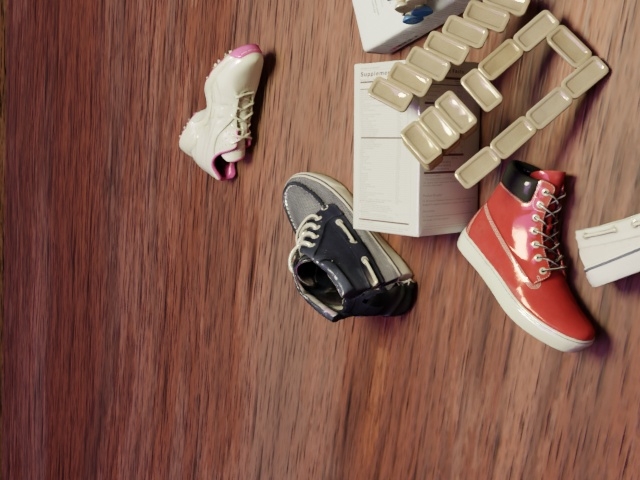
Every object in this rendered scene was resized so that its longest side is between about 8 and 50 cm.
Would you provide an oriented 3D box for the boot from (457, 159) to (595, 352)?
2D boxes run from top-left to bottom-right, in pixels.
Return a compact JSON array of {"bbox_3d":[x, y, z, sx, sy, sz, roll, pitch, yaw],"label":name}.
[{"bbox_3d":[0.297,0.011,1.057,0.244,0.088,0.176,54,130,35],"label":"boot"}]

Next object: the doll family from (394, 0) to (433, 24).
[{"bbox_3d":[0.145,-0.405,1.055,0.262,0.118,0.163,-17,83,47],"label":"doll family"}]

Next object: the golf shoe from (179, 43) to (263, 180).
[{"bbox_3d":[-0.167,-0.240,1.561,0.140,0.115,0.306,53,138,17],"label":"golf shoe"}]

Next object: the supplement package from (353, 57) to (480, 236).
[{"bbox_3d":[0.140,-0.136,1.180,0.139,0.133,0.244,10,102,48],"label":"supplement package"}]

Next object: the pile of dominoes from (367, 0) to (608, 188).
[{"bbox_3d":[0.212,-0.202,1.056,0.251,0.040,0.196,-40,76,3],"label":"pile of dominoes"}]

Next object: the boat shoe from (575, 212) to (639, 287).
[{"bbox_3d":[0.406,-0.028,0.923,0.267,0.096,0.088,-36,72,54],"label":"boat shoe"}]

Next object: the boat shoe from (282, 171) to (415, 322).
[{"bbox_3d":[0.000,0.000,1.342,0.340,0.158,0.127,45,126,36],"label":"boat shoe"}]

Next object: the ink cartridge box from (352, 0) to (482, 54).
[{"bbox_3d":[0.157,-0.484,1.170,0.330,0.071,0.324,-18,81,46],"label":"ink cartridge box"}]
